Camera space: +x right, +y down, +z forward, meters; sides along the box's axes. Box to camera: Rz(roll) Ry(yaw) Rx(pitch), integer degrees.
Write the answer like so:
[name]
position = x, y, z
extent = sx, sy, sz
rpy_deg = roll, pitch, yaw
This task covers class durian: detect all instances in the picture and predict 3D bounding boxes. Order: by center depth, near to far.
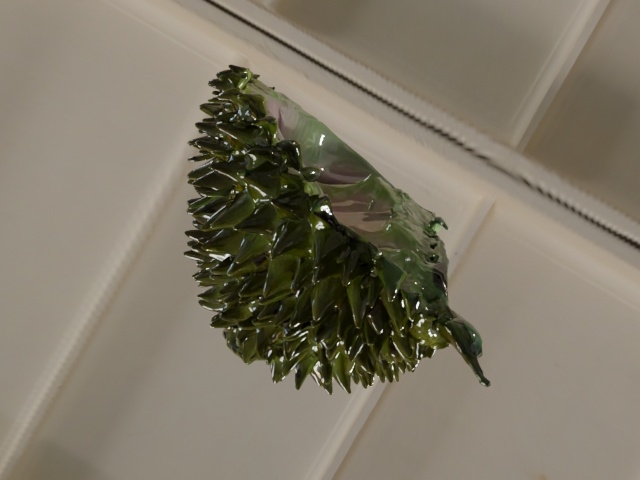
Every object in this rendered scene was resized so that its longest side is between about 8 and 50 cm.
[durian]
position = -0.009, 0.005, 0.615
extent = 0.137, 0.221, 0.095
rpy_deg = 38, -88, -8
